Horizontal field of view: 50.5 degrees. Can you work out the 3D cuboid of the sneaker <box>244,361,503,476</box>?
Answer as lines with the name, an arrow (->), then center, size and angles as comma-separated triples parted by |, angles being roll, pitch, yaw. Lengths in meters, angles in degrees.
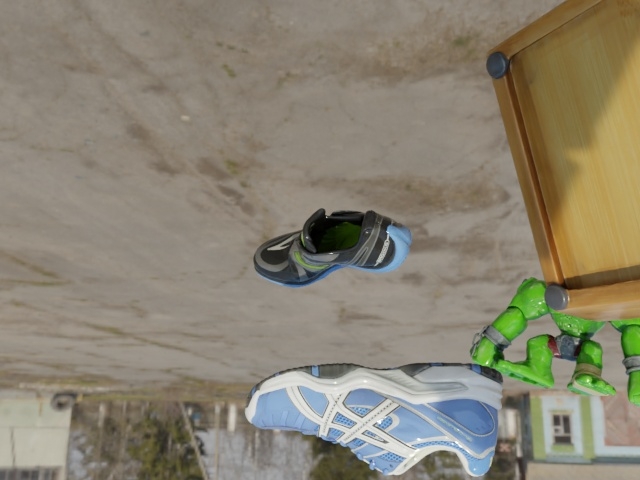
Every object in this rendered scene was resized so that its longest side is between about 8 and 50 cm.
sneaker -> 0.035, 0.141, 0.531 | 0.211, 0.081, 0.080 | -6, 161, 21

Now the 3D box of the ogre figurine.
ogre figurine -> 0.262, 0.099, 0.718 | 0.097, 0.118, 0.197 | 30, 160, -25

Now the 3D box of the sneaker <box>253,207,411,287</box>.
sneaker -> 0.000, 0.000, 0.672 | 0.188, 0.067, 0.078 | -11, 143, 43

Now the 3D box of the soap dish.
soap dish -> 0.259, -0.078, 0.544 | 0.118, 0.291, 0.229 | -12, 176, -28
